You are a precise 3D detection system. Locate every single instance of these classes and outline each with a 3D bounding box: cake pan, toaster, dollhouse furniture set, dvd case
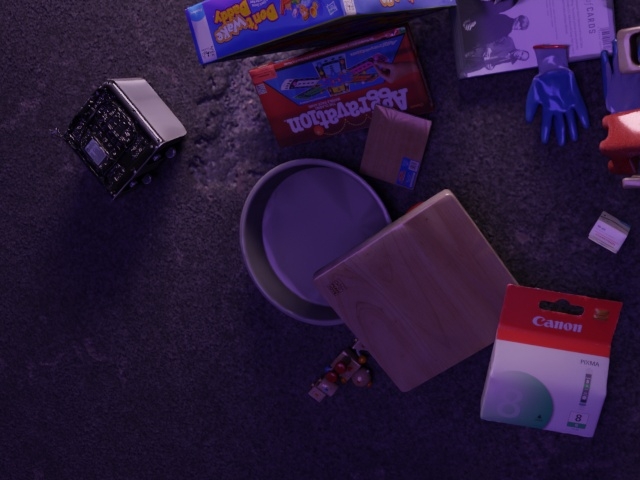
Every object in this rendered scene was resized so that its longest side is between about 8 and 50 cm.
[{"bbox_3d":[0.000,0.000,1.497,0.293,0.054,0.293,7,106,23],"label":"cake pan"},{"bbox_3d":[-0.362,-0.193,1.579,0.168,0.110,0.185,-43,84,27],"label":"toaster"},{"bbox_3d":[0.410,-0.243,1.010,0.152,0.201,0.374,-2,97,33],"label":"dollhouse furniture set"},{"bbox_3d":[0.308,-0.343,1.280,0.239,0.029,0.179,-4,101,25],"label":"dvd case"}]

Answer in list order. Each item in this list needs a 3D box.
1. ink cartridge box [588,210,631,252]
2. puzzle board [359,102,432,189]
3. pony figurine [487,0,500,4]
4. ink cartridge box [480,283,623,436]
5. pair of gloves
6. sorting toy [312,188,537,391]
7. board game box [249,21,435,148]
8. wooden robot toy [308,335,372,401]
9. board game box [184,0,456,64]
[{"bbox_3d":[0.427,-0.013,1.282,0.048,0.083,0.028,31,114,14],"label":"ink cartridge box"},{"bbox_3d":[0.121,-0.152,1.410,0.096,0.011,0.128,19,124,10],"label":"puzzle board"},{"bbox_3d":[0.280,-0.504,1.101,0.363,0.351,0.303,-19,90,3],"label":"pony figurine"},{"bbox_3d":[0.356,0.190,1.345,0.181,0.056,0.224,9,117,4],"label":"ink cartridge box"},{"bbox_3d":[0.395,-0.215,1.259,0.198,0.023,0.159,1,118,24],"label":"pair of gloves"},{"bbox_3d":[0.164,0.072,1.383,0.255,0.089,0.257,-33,110,16],"label":"sorting toy"},{"bbox_3d":[0.032,-0.247,1.414,0.281,0.027,0.145,-11,115,26],"label":"board game box"},{"bbox_3d":[0.052,0.241,1.531,0.079,0.076,0.173,39,117,-1],"label":"wooden robot toy"},{"bbox_3d":[0.013,-0.329,1.224,0.233,0.347,0.078,-9,100,34],"label":"board game box"}]
